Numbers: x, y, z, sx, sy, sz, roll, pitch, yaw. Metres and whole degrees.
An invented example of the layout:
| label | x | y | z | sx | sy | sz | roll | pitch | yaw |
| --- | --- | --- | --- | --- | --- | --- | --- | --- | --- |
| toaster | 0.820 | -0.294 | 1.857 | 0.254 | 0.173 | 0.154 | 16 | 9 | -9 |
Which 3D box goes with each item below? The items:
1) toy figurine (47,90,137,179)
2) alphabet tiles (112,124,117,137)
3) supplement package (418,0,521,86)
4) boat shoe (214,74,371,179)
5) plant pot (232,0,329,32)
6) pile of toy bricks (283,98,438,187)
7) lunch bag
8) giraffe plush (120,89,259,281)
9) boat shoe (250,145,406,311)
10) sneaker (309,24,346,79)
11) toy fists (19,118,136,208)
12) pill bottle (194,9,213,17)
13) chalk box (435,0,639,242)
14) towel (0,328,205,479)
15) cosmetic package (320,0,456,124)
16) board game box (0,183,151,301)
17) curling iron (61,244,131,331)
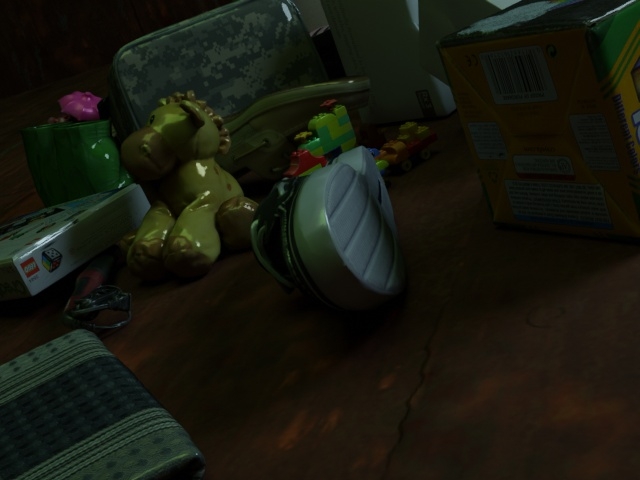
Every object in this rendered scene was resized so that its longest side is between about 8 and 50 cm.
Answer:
| label | x | y | z | sx | sy | sz | roll | pitch | yaw |
| --- | --- | --- | --- | --- | --- | --- | --- | --- | --- |
| toy figurine | -0.383 | -0.160 | 1.610 | 0.173 | 0.159 | 0.130 | -17 | 19 | 14 |
| alphabet tiles | -0.391 | -0.219 | 2.012 | 0.285 | 0.011 | 0.342 | -24 | 19 | -8 |
| supplement package | 0.246 | -0.248 | 1.104 | 0.203 | 0.149 | 0.194 | -28 | 48 | -20 |
| boat shoe | -0.058 | -0.127 | 1.246 | 0.302 | 0.098 | 0.109 | -17 | 3 | 32 |
| plant pot | -0.048 | -0.461 | 1.907 | 0.257 | 0.274 | 0.256 | -19 | 20 | 7 |
| pile of toy bricks | 0.020 | -0.104 | 1.113 | 0.212 | 0.105 | 0.118 | -32 | 22 | -31 |
| lunch bag | -0.165 | -0.213 | 1.480 | 0.305 | 0.212 | 0.256 | -25 | 3 | -13 |
| giraffe plush | -0.148 | -0.074 | 1.105 | 0.181 | 0.170 | 0.210 | -5 | 25 | 40 |
| boat shoe | 0.000 | 0.000 | 0.871 | 0.119 | 0.121 | 0.335 | -26 | 7 | 11 |
| sneaker | 0.060 | -0.341 | 1.716 | 0.319 | 0.112 | 0.131 | 1 | 32 | 46 |
| toy fists | -0.353 | -0.101 | 1.453 | 0.096 | 0.142 | 0.279 | -16 | 14 | -33 |
| pill bottle | -0.217 | -0.370 | 2.012 | 0.160 | 0.160 | 0.283 | -19 | 20 | 5 |
| chalk box | 0.279 | -0.144 | 0.846 | 0.289 | 0.179 | 0.180 | -29 | 20 | -26 |
| towel | -0.270 | 0.189 | 0.723 | 0.324 | 0.056 | 0.312 | -26 | 22 | -21 |
| cosmetic package | 0.192 | -0.333 | 1.402 | 0.156 | 0.217 | 0.385 | 0 | 26 | 46 |
| board game box | -0.368 | 0.013 | 1.242 | 0.305 | 0.053 | 0.193 | -9 | 21 | 47 |
| curling iron | -0.236 | 0.048 | 1.083 | 0.068 | 0.035 | 0.274 | -1 | 12 | -8 |
